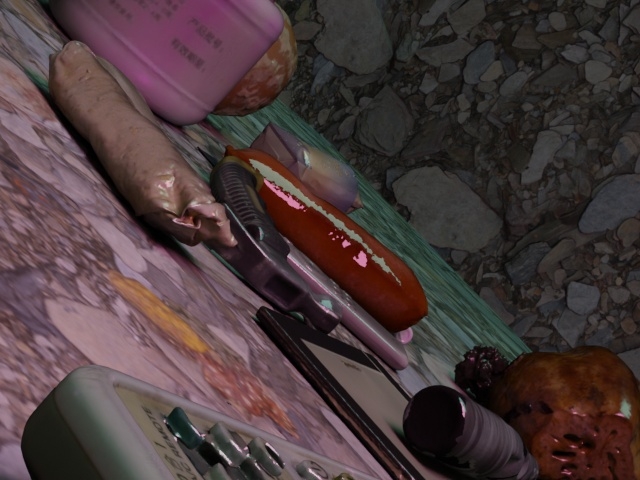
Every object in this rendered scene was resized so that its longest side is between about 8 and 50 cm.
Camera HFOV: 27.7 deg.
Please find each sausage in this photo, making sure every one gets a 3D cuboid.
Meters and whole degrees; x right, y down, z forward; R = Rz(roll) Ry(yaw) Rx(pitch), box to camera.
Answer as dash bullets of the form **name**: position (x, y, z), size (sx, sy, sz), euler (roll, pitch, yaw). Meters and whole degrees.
- **sausage**: position (0.000, 0.000, 1.466), size (0.300, 0.083, 0.089), euler (39, 16, -12)

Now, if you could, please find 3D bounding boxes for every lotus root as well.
- **lotus root**: position (0.286, 0.213, 1.524), size (0.193, 0.193, 0.291), euler (43, 9, -4)

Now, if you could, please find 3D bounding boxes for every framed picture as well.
- **framed picture**: position (0.103, 0.197, 1.096), size (0.347, 0.016, 0.265), euler (47, 7, 25)

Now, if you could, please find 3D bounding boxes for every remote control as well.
- **remote control**: position (0.004, 0.148, 0.568), size (0.128, 0.065, 0.335), euler (50, 9, 35)
- **remote control**: position (-0.001, 0.043, 1.395), size (0.261, 0.029, 0.067), euler (42, 7, -9)

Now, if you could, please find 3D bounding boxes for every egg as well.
- **egg**: position (-0.143, -0.280, 1.885), size (0.245, 0.203, 0.203), euler (1, 37, -48)

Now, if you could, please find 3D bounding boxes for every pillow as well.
- **pillow**: position (-0.186, -0.121, 1.284), size (0.130, 0.038, 0.233), euler (42, 6, -38)

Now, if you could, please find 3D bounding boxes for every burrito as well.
- **burrito**: position (-0.162, -0.081, 1.096), size (0.275, 0.059, 0.082), euler (48, 1, 37)

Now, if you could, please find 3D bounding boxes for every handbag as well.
- **handbag**: position (-0.020, -0.096, 1.978), size (0.173, 0.095, 0.117), euler (27, 21, -41)

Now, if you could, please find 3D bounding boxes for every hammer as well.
- **hammer**: position (-0.066, -0.014, 1.245), size (0.158, 0.041, 0.226), euler (40, 14, -33)

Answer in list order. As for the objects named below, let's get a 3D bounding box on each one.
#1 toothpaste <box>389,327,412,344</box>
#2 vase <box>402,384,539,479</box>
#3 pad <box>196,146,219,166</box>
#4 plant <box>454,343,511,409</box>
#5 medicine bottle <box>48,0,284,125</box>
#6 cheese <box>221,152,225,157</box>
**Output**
- **toothpaste**: position (0.075, 0.084, 1.622), size (0.052, 0.033, 0.218), euler (50, 0, -18)
- **vase**: position (0.139, 0.178, 1.119), size (0.060, 0.060, 0.211), euler (48, 7, 35)
- **pad**: position (-0.050, -0.020, 1.632), size (0.243, 0.004, 0.163), euler (47, 7, 29)
- **plant**: position (0.237, 0.194, 1.730), size (0.174, 0.085, 0.087), euler (44, 28, -53)
- **medicine bottle**: position (-0.151, -0.334, 1.622), size (0.256, 0.325, 0.256), euler (41, 6, -5)
- **cheese**: position (-0.070, -0.075, 1.678), size (0.106, 0.037, 0.256), euler (43, 5, 9)
